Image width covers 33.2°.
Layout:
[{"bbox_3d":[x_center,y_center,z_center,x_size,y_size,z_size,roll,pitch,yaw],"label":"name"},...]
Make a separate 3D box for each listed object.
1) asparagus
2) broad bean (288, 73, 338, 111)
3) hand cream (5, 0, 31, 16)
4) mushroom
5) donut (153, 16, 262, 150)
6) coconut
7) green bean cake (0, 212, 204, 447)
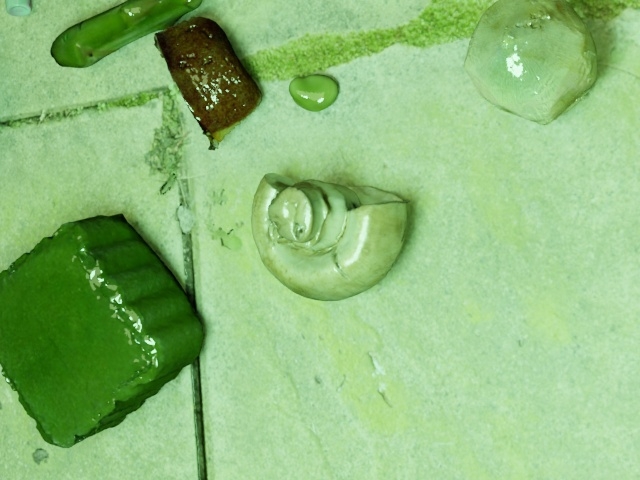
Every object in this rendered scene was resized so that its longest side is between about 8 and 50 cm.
[{"bbox_3d":[-0.324,-0.390,1.880,0.343,0.085,0.082,-21,83,23],"label":"asparagus"},{"bbox_3d":[-0.012,-0.240,1.745,0.083,0.045,0.063,6,80,19],"label":"broad bean"},{"bbox_3d":[-0.578,-0.512,2.032,0.076,0.047,0.174,-14,74,23],"label":"hand cream"},{"bbox_3d":[0.000,0.000,1.650,0.254,0.195,0.189,8,96,29],"label":"mushroom"},{"bbox_3d":[-0.186,-0.270,1.785,0.126,0.144,0.186,-32,48,1],"label":"donut"},{"bbox_3d":[0.295,-0.260,1.510,0.194,0.194,0.194,-1,89,26],"label":"coconut"},{"bbox_3d":[-0.390,0.152,1.840,0.335,0.218,0.319,-35,82,28],"label":"green bean cake"}]
